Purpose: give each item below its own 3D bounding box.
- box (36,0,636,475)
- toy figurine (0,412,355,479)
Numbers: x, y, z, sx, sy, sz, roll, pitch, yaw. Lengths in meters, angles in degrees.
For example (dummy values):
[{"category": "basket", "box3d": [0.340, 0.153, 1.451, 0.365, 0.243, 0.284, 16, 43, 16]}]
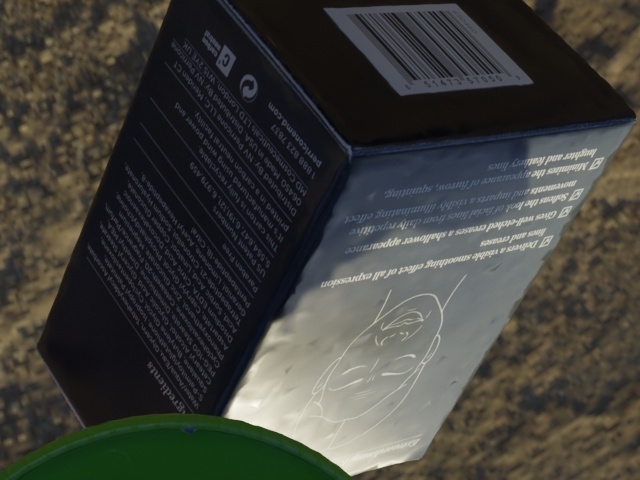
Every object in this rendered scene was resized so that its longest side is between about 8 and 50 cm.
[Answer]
[{"category": "box", "box3d": [0.000, 0.000, 1.158, 0.293, 0.212, 0.395, -9, 139, -41]}, {"category": "toy figurine", "box3d": [-0.043, 0.118, 0.427, 0.130, 0.159, 0.173, -16, 98, -8]}]
